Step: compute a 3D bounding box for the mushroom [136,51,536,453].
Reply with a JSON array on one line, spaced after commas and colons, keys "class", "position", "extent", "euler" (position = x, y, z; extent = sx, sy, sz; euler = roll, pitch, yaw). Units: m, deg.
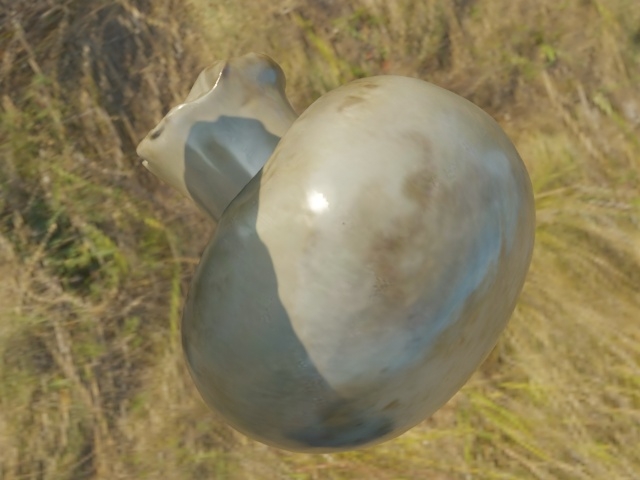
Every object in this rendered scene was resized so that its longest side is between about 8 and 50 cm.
[{"class": "mushroom", "position": [0.000, 0.000, 0.952], "extent": [0.290, 0.297, 0.297], "euler": [37, 46, 23]}]
